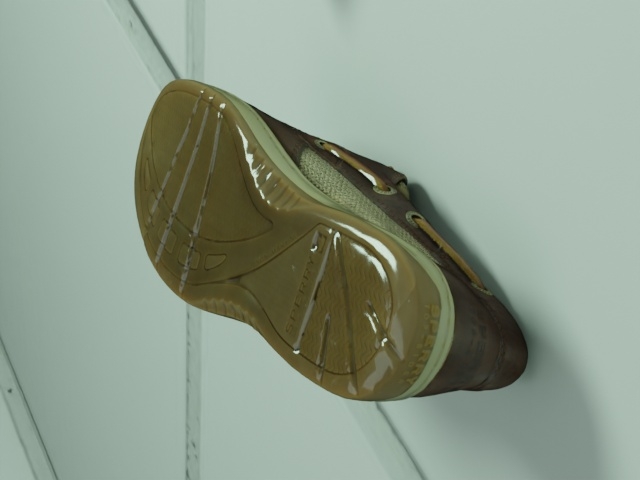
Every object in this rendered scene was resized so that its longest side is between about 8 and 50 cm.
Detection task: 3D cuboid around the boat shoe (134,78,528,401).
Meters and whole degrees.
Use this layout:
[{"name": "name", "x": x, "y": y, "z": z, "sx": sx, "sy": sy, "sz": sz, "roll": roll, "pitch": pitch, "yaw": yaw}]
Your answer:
[{"name": "boat shoe", "x": 0.000, "y": 0.000, "z": 1.088, "sx": 0.342, "sy": 0.123, "sz": 0.123, "roll": 34, "pitch": 109, "yaw": 51}]
